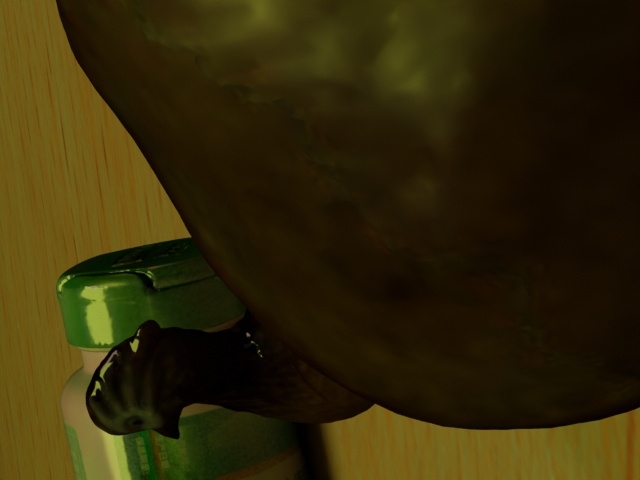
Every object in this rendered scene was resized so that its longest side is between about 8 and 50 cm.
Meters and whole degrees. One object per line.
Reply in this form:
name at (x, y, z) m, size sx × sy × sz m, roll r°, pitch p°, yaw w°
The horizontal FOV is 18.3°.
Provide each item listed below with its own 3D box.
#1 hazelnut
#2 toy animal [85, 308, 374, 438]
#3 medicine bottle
hazelnut at (0.050, -0.071, 0.472) m, size 0.229 × 0.229 × 0.229 m, roll 167°, pitch 90°, yaw -74°
toy animal at (0.000, 0.000, 0.702) m, size 0.188 × 0.179 × 0.089 m, roll 93°, pitch 156°, yaw -44°
medicine bottle at (-0.072, 0.139, 1.132) m, size 0.133 × 0.133 × 0.274 m, roll -164°, pitch 61°, yaw -71°
